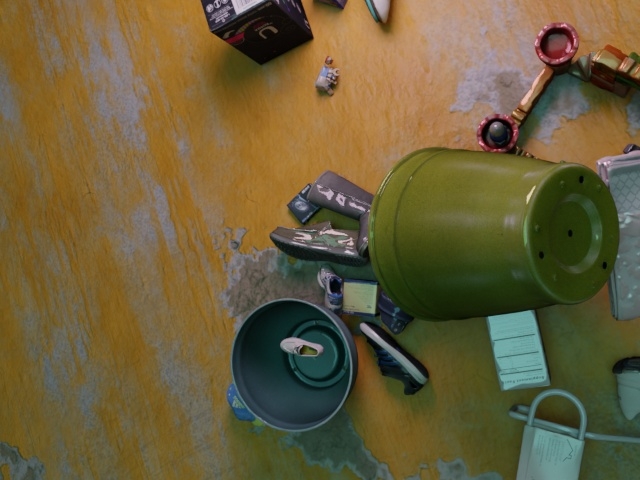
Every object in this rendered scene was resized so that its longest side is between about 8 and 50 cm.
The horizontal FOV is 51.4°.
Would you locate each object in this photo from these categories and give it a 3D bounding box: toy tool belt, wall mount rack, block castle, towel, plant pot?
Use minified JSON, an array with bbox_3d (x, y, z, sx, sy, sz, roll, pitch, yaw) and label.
[{"bbox_3d":[0.023,-0.405,1.636,0.051,0.052,0.083,23,101,-12],"label":"toy tool belt"},{"bbox_3d":[0.527,0.484,1.373,0.303,0.130,0.351,10,92,26],"label":"wall mount rack"},{"bbox_3d":[0.577,-0.207,1.326,0.453,0.212,0.303,35,100,19],"label":"block castle"},{"bbox_3d":[0.680,-0.024,1.191,0.331,0.053,0.317,-11,108,9],"label":"towel"},{"bbox_3d":[-0.035,0.276,1.552,0.292,0.196,0.293,0,89,21],"label":"plant pot"},{"bbox_3d":[0.336,-0.010,1.245,0.353,0.366,0.367,2,89,60],"label":"plant pot"}]

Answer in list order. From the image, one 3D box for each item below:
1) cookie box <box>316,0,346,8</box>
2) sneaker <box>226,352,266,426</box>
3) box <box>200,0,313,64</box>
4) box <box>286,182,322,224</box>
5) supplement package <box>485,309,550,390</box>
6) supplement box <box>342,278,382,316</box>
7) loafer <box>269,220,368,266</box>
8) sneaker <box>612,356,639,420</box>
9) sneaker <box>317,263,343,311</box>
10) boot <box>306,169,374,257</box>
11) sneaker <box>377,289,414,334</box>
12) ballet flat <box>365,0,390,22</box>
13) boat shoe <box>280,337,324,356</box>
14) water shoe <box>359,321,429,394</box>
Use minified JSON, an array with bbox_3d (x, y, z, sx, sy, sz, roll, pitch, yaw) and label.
[{"bbox_3d":[0.007,-0.607,1.611,0.091,0.107,0.040,24,97,20],"label":"cookie box"},{"bbox_3d":[-0.186,0.347,1.664,0.126,0.091,0.240,-6,87,21],"label":"sneaker"},{"bbox_3d":[-0.152,-0.548,1.582,0.165,0.270,0.144,-22,81,19],"label":"box"},{"bbox_3d":[-0.034,-0.091,1.658,0.083,0.018,0.067,-43,75,15],"label":"box"},{"bbox_3d":[0.423,0.221,1.428,0.105,0.105,0.180,-12,85,18],"label":"supplement package"},{"bbox_3d":[0.100,0.135,1.579,0.083,0.056,0.083,4,90,21],"label":"supplement box"},{"bbox_3d":[0.000,0.000,1.615,0.251,0.094,0.088,11,68,12],"label":"loafer"},{"bbox_3d":[0.742,0.306,1.319,0.296,0.111,0.130,0,100,27],"label":"sneaker"},{"bbox_3d":[0.030,0.101,1.583,0.135,0.052,0.058,-109,27,-42],"label":"sneaker"},{"bbox_3d":[0.060,-0.068,1.561,0.208,0.190,0.076,27,142,12],"label":"boot"},{"bbox_3d":[0.240,0.154,1.515,0.226,0.086,0.164,23,105,12],"label":"sneaker"},{"bbox_3d":[0.103,-0.709,1.574,0.139,0.139,0.401,-29,75,18],"label":"ballet flat"},{"bbox_3d":[-0.044,0.233,1.433,0.100,0.035,0.035,10,92,20],"label":"boat shoe"},{"bbox_3d":[0.155,0.275,1.546,0.203,0.073,0.080,41,105,18],"label":"water shoe"}]
